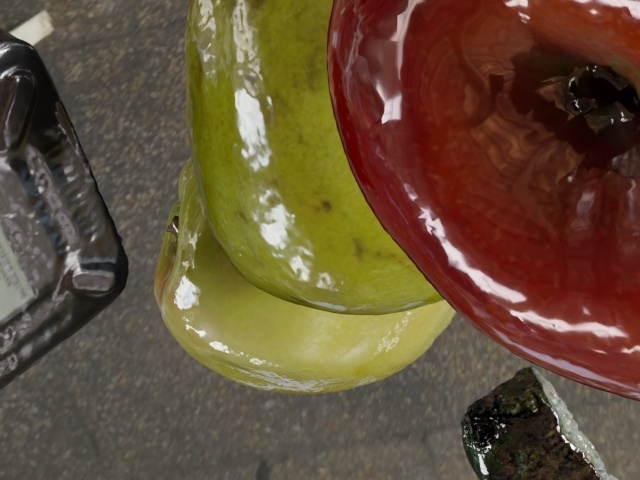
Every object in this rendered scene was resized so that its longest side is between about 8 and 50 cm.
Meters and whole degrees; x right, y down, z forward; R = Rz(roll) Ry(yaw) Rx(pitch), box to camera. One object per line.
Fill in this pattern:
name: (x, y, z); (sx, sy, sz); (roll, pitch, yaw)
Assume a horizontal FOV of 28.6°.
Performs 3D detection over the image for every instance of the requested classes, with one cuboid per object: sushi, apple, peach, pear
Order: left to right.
peach: (-0.007, 0.004, 1.272); (0.315, 0.314, 0.281); (11, 144, 3)
pear: (0.026, -0.111, 0.925); (0.287, 0.287, 0.375); (-9, 121, 16)
sushi: (0.240, 0.253, 1.348); (0.127, 0.124, 0.225); (-32, 108, 9)
apple: (0.130, -0.069, 0.451); (0.260, 0.216, 0.260); (17, 122, 30)

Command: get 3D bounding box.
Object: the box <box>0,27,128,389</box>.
box: (-0.303, 0.009, 1.007); (0.073, 0.289, 0.290); (30, 147, 39)
